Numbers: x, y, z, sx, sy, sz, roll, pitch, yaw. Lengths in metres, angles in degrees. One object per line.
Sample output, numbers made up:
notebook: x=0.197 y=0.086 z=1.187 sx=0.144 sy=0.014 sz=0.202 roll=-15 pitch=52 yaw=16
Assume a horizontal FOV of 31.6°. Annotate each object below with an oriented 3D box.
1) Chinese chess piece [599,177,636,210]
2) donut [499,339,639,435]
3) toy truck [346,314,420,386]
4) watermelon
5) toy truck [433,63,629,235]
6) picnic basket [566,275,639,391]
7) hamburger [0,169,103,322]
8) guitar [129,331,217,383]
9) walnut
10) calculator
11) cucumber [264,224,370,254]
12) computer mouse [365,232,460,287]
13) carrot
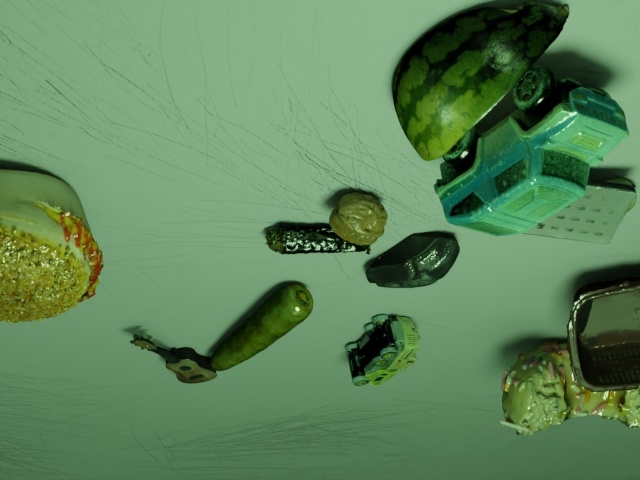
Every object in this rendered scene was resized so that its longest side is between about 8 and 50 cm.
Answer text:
Chinese chess piece: x=0.476 y=-0.069 z=1.858 sx=0.084 sy=0.034 sz=0.084 roll=-5 pitch=149 yaw=-3
donut: x=0.553 y=0.293 z=2.283 sx=0.371 sy=0.150 sz=0.307 roll=-2 pitch=-170 yaw=12
toy truck: x=0.136 y=0.219 z=2.255 sx=0.116 sy=0.085 sz=0.191 roll=3 pitch=148 yaw=-25
watermelon: x=0.173 y=-0.219 z=1.503 sx=0.128 sy=0.159 sz=0.303 roll=43 pitch=135 yaw=-4
toy truck: x=0.295 y=-0.121 z=1.606 sx=0.155 sy=0.156 sz=0.279 roll=13 pitch=147 yaw=-36
picnic basket: x=0.602 y=0.153 z=2.127 sx=0.296 sy=0.129 sz=0.223 roll=-9 pitch=110 yaw=5
hamburger: x=-0.473 y=0.018 z=1.688 sx=0.294 sy=0.179 sz=0.276 roll=0 pitch=151 yaw=-11
guitar: x=-0.294 y=0.225 z=2.225 sx=0.083 sy=0.038 sz=0.271 roll=-17 pitch=151 yaw=17
walnut: x=0.062 y=-0.035 z=1.801 sx=0.096 sy=0.082 sz=0.079 roll=17 pitch=116 yaw=-31
calculator: x=0.363 y=-0.056 z=1.835 sx=0.261 sy=0.021 sz=0.161 roll=6 pitch=147 yaw=-2
cucumber: x=0.000 y=0.000 z=1.879 sx=0.181 sy=0.053 sz=0.053 roll=2 pitch=150 yaw=-18
computer mouse: x=0.165 y=0.048 z=1.977 sx=0.192 sy=0.062 sz=0.105 roll=-30 pitch=142 yaw=34
carrot: x=-0.126 y=0.179 z=2.150 sx=0.074 sy=0.074 sz=0.358 roll=13 pitch=147 yaw=-30
